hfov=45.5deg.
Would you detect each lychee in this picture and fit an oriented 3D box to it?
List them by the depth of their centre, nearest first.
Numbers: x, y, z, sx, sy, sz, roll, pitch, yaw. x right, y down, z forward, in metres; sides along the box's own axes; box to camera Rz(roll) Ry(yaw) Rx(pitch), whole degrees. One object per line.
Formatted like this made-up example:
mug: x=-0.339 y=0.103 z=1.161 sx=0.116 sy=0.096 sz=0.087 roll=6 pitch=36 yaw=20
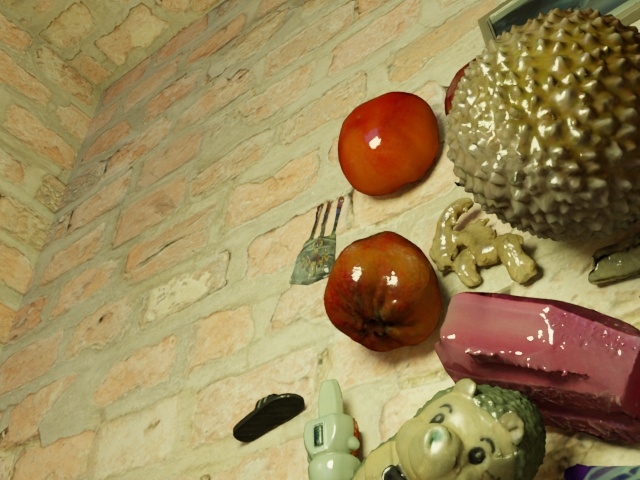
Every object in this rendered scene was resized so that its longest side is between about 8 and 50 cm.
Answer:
lychee: x=0.389 y=-0.177 z=1.225 sx=0.380 sy=0.380 sz=0.432 roll=-22 pitch=6 yaw=33

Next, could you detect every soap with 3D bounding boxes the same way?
soap: x=0.326 y=0.183 z=1.125 sx=0.325 sy=0.220 sz=0.127 roll=0 pitch=49 yaw=48

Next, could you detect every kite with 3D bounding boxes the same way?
kite: x=-0.001 y=-0.001 z=1.824 sx=0.141 sy=0.015 sz=0.245 roll=-12 pitch=50 yaw=38

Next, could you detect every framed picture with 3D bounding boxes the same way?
framed picture: x=0.565 y=-0.528 z=1.687 sx=0.446 sy=0.028 sz=0.326 roll=-31 pitch=39 yaw=25

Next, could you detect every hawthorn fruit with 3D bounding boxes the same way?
hawthorn fruit: x=0.120 y=0.078 z=1.452 sx=0.224 sy=0.224 sz=0.261 roll=-29 pitch=27 yaw=27

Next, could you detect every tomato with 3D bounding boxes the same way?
tomato: x=0.142 y=-0.223 z=1.734 sx=0.260 sy=0.180 sz=0.260 roll=-33 pitch=30 yaw=22

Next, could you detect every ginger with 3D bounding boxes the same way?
ginger: x=0.300 y=0.026 z=1.434 sx=0.149 sy=0.065 sz=0.258 roll=-57 pitch=39 yaw=11

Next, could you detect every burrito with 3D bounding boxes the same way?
burrito: x=0.516 y=0.003 z=1.194 sx=0.229 sy=0.058 sz=0.063 roll=-40 pitch=53 yaw=38

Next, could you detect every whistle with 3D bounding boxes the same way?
whistle: x=0.021 y=0.369 z=1.375 sx=0.102 sy=0.106 sz=0.253 roll=-8 pitch=52 yaw=4

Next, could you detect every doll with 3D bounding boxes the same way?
doll: x=0.171 y=0.352 z=1.072 sx=0.349 sy=0.247 sz=0.247 roll=-54 pitch=33 yaw=14

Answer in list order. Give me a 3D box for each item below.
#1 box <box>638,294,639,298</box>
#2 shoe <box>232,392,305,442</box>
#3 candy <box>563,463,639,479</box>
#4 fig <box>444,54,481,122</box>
box: x=0.597 y=0.052 z=1.093 sx=0.226 sy=0.042 sz=0.161 roll=-45 pitch=34 yaw=6
shoe: x=-0.111 y=0.350 z=1.570 sx=0.179 sy=0.071 sz=0.049 roll=-38 pitch=32 yaw=23
candy: x=0.421 y=0.351 z=0.987 sx=0.275 sy=0.070 sz=0.145 roll=-18 pitch=37 yaw=40
fig: x=0.374 y=-0.277 z=1.510 sx=0.263 sy=0.224 sz=0.224 roll=-14 pitch=48 yaw=35
